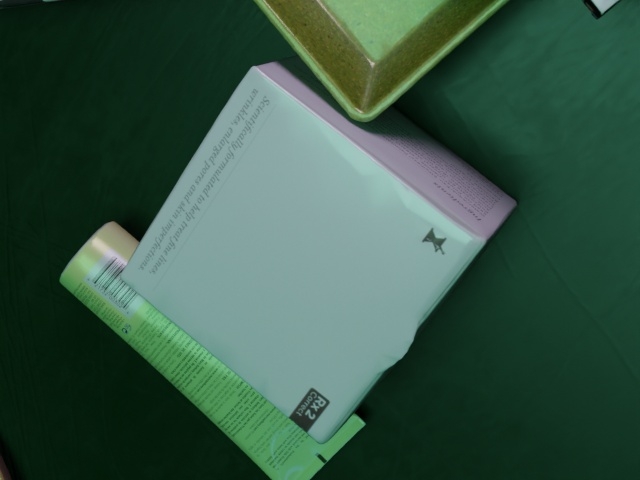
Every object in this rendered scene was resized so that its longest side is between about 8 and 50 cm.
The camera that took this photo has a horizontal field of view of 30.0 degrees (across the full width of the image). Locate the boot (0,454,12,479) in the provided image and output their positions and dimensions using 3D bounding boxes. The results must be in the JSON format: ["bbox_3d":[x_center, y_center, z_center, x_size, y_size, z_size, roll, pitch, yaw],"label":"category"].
[{"bbox_3d":[-0.372,0.145,0.968,0.112,0.115,0.305,-40,89,22],"label":"boot"}]

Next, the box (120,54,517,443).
[{"bbox_3d":[0.000,0.000,0.792,0.182,0.119,0.181,39,112,7],"label":"box"}]

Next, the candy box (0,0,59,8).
[{"bbox_3d":[-0.165,-0.246,0.815,0.233,0.071,0.159,-3,103,21],"label":"candy box"}]

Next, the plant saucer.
[{"bbox_3d":[0.038,-0.201,0.723,0.188,0.045,0.188,-40,89,15],"label":"plant saucer"}]

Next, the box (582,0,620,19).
[{"bbox_3d":[0.192,-0.256,0.640,0.233,0.044,0.159,-40,90,11],"label":"box"}]

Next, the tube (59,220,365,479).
[{"bbox_3d":[-0.085,0.086,0.883,0.240,0.062,0.070,41,157,1],"label":"tube"}]
